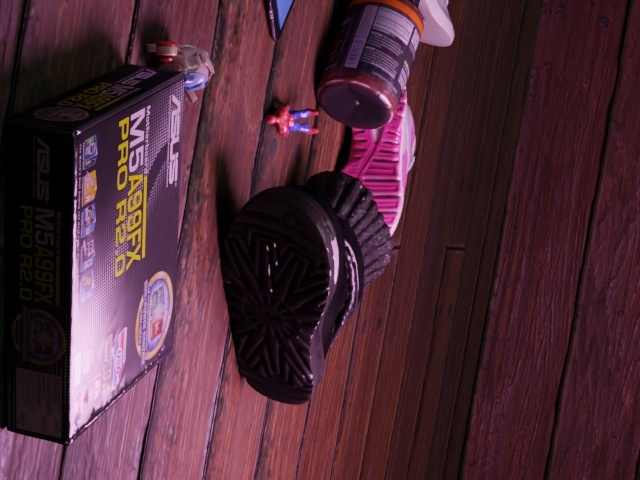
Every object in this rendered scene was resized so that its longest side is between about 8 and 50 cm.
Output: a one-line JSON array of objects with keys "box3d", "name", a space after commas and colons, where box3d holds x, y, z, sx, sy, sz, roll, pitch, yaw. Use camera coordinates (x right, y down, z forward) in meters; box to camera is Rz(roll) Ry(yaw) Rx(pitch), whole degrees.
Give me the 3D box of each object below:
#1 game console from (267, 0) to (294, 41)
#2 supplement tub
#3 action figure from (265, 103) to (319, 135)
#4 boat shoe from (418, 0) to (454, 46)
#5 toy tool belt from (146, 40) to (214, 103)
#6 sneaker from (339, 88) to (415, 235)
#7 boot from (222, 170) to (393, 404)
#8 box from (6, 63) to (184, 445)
[{"box3d": [-0.006, -0.305, 1.683, 0.085, 0.124, 0.144, 46, 51, -38], "name": "game console"}, {"box3d": [0.070, -0.245, 1.939, 0.106, 0.106, 0.198, 76, 28, -55], "name": "supplement tub"}, {"box3d": [-0.036, -0.140, 1.778, 0.115, 0.030, 0.038, -6, 100, -69], "name": "action figure"}, {"box3d": [0.156, -0.355, 2.217, 0.227, 0.079, 0.081, 48, 58, -67], "name": "boat shoe"}, {"box3d": [-0.129, -0.154, 1.399, 0.083, 0.052, 0.051, -4, 95, -73], "name": "toy tool belt"}, {"box3d": [0.082, -0.102, 2.080, 0.111, 0.103, 0.252, 11, 90, -73], "name": "sneaker"}, {"box3d": [-0.004, -0.001, 1.776, 0.348, 0.131, 0.260, 98, 19, -50], "name": "boot"}, {"box3d": [-0.186, 0.005, 1.281, 0.216, 0.060, 0.270, -42, 140, -65], "name": "box"}]
